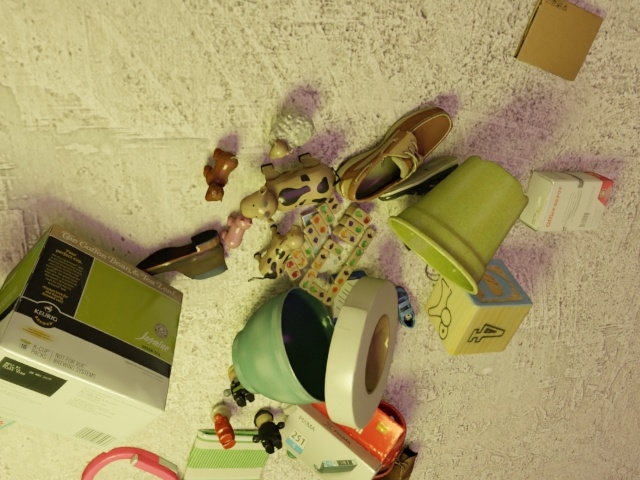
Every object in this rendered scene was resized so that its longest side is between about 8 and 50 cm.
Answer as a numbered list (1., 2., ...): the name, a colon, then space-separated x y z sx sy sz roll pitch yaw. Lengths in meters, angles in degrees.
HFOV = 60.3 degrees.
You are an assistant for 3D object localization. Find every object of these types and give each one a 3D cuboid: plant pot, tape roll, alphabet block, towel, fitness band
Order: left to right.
1. fitness band: -0.532 0.697 1.564 0.209 0.054 0.291 -44 121 5
2. towel: -0.290 0.703 1.667 0.248 0.038 0.324 9 114 -22
3. plant pot: -0.099 0.284 1.401 0.196 0.293 0.293 -21 125 23
4. tape roll: 0.116 0.285 1.423 0.072 0.392 0.391 10 120 21
5. plant pot: 0.156 0.614 1.699 0.191 0.191 0.174 -4 126 -18
6. plant pot: 0.348 -0.054 1.323 0.254 0.276 0.276 -48 122 -3
7. alphabet block: 0.438 0.186 1.553 0.194 0.192 0.197 2 130 -19

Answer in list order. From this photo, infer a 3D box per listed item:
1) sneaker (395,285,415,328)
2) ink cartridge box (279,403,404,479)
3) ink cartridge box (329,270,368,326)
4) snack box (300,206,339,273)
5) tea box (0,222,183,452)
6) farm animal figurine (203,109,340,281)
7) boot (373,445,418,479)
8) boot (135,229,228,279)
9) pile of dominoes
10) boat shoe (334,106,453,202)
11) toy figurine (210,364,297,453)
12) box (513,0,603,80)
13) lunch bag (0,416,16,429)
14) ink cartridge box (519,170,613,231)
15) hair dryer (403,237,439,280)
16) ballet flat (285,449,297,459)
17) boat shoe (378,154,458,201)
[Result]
1. sneaker: 0.241 0.193 1.583 0.053 0.059 0.144 -26 120 -4
2. ink cartridge box: 0.049 0.556 1.579 0.261 0.296 0.066 -62 158 15
3. ink cartridge box: 0.076 0.188 1.528 0.097 0.046 0.207 -7 118 -16
4. snack box: 0.000 0.000 1.418 0.064 0.022 0.178 -21 121 -10
5. tea box: -0.495 0.202 1.139 0.220 0.323 0.329 -37 124 27
6. farm animal figurine: -0.097 -0.081 1.253 0.327 0.172 0.330 -32 122 -2
7. boot: 0.233 0.743 1.786 0.305 0.112 0.115 10 109 -62
8. boot: -0.325 0.066 1.299 0.219 0.082 0.106 -23 120 -7
9. pile of dominoes: 0.031 0.025 1.391 0.196 0.040 0.251 34 86 -33
10. boat shoe: 0.188 -0.192 1.331 0.324 0.120 0.122 -37 122 1
11. toy figurine: -0.184 0.463 1.524 0.213 0.148 0.209 14 104 -23
12. box: 0.595 -0.506 1.377 0.201 0.021 0.164 10 112 -25
13. lunch bag: -0.824 0.367 1.256 0.279 0.108 0.224 -24 126 -5
14. ink cartridge box: 0.700 -0.112 1.575 0.218 0.092 0.158 -2 116 -21
15. hair dryer: 0.375 -0.033 1.524 0.294 0.080 0.223 -38 134 11
16. ballet flat: -0.029 0.653 1.734 0.168 0.057 0.052 -6 145 -13
17. boat shoe: 0.251 -0.142 1.402 0.233 0.084 0.079 -22 121 -12
